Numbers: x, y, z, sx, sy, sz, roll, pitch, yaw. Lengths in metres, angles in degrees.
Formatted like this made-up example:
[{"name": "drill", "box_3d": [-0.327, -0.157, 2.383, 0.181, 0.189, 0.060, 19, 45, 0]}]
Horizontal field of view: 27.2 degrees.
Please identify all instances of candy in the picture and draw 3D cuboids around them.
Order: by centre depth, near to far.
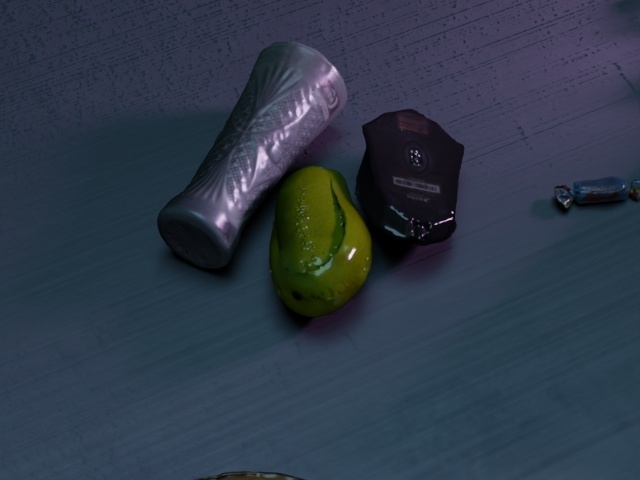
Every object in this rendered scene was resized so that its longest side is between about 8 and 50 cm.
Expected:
[{"name": "candy", "box_3d": [0.255, -0.044, 1.214, 0.083, 0.020, 0.030, -4, 50, -3]}]

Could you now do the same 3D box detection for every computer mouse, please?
[{"name": "computer mouse", "box_3d": [0.077, -0.050, 1.199, 0.099, 0.057, 0.172, 13, 44, -12]}]

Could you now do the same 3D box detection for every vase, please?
[{"name": "vase", "box_3d": [-0.065, -0.076, 1.211, 0.096, 0.096, 0.219, 20, 56, 18]}]

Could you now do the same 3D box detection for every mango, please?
[{"name": "mango", "box_3d": [0.000, 0.000, 1.155, 0.091, 0.074, 0.165, 0, 42, 4]}]

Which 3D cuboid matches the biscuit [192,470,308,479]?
[{"name": "biscuit", "box_3d": [-0.114, 0.249, 0.966, 0.141, 0.038, 0.290, 36, 60, 29]}]
